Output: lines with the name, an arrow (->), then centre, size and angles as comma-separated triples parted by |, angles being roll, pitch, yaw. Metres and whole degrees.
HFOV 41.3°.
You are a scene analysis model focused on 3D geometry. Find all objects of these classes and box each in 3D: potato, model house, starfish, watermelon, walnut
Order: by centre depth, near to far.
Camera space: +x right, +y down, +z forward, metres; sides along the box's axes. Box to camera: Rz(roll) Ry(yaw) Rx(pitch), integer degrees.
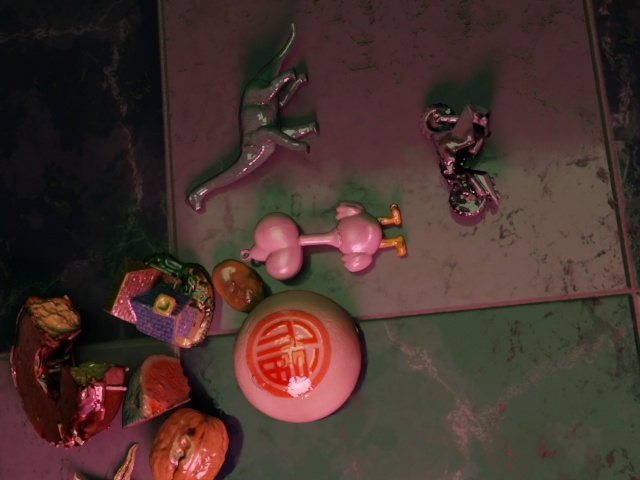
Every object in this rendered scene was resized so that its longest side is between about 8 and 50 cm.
walnut -> -0.283, 0.454, 1.813 | 0.155, 0.155, 0.184 | 23, 80, 13
watermelon -> -0.379, 0.342, 1.815 | 0.146, 0.231, 0.128 | -44, 79, 15
model house -> -0.350, 0.124, 1.861 | 0.214, 0.189, 0.195 | 25, 87, 14
starfish -> -0.439, 0.555, 1.870 | 0.223, 0.050, 0.217 | 21, 78, 1
potato -> -0.181, 0.102, 1.893 | 0.091, 0.070, 0.138 | -45, 68, 6

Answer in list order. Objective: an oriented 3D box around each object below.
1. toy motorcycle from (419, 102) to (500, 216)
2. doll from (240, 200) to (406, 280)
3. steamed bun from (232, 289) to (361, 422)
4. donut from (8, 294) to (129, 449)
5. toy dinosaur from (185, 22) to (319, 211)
toy motorcycle -> 0.321, -0.190, 1.844 | 0.159, 0.106, 0.270 | -23, 73, 11
doll -> 0.000, 0.000, 1.869 | 0.365, 0.094, 0.160 | -10, 81, 8
steamed bun -> -0.054, 0.242, 1.792 | 0.283, 0.177, 0.283 | -2, 80, 9
donut -> -0.552, 0.305, 1.846 | 0.345, 0.136, 0.259 | 38, 122, 36
toy dinosaur -> -0.184, -0.282, 1.958 | 0.330, 0.129, 0.383 | -12, 77, 16
